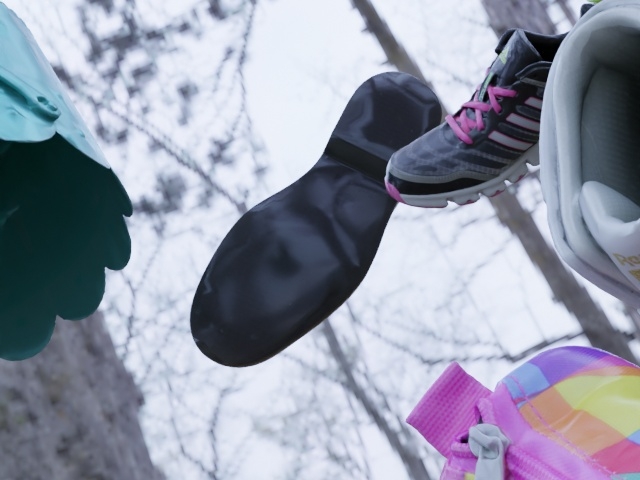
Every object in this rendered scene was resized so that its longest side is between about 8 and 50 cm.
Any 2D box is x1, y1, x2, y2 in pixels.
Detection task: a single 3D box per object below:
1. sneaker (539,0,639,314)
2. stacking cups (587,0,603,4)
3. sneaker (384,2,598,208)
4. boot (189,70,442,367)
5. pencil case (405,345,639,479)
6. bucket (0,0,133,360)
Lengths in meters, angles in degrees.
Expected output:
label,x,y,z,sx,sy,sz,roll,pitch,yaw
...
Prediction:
label,x,y,z,sx,sy,sz,roll,pitch,yaw
sneaker,0.157,0.045,0.533,0.169,0.293,0.108,19,-46,-39
stacking cups,0.280,-0.340,1.521,0.096,0.096,0.316,-20,-79,-6
sneaker,0.107,-0.080,0.877,0.170,0.063,0.075,-26,-58,1
boot,0.000,0.000,1.307,0.305,0.112,0.115,-51,-10,-25
pencil case,0.106,0.097,0.371,0.104,0.236,0.104,-4,-78,-22
bucket,-0.290,-0.039,1.106,0.281,0.183,0.281,-19,-35,-14
